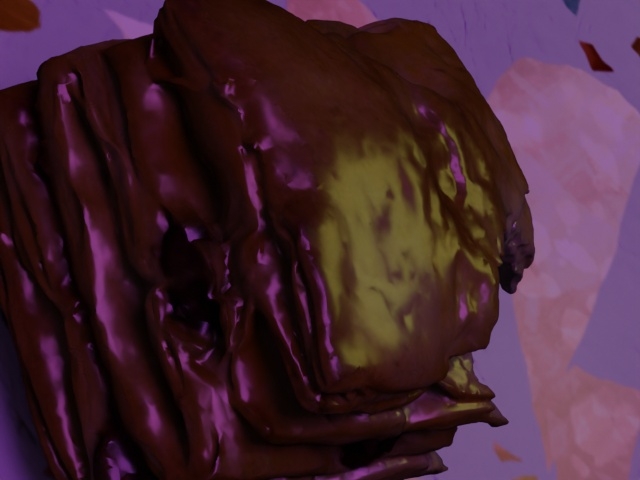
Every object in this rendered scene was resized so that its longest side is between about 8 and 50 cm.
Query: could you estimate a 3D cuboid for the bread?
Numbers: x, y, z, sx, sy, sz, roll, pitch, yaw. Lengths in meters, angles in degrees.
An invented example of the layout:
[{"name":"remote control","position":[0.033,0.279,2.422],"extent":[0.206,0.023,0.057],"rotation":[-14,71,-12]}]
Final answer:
[{"name":"bread","position":[0.000,0.000,0.964],"extent":[0.370,0.191,0.314],"rotation":[-8,69,-42]}]
